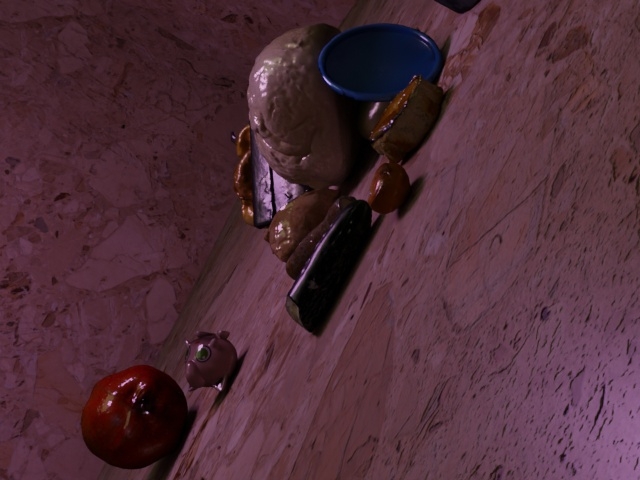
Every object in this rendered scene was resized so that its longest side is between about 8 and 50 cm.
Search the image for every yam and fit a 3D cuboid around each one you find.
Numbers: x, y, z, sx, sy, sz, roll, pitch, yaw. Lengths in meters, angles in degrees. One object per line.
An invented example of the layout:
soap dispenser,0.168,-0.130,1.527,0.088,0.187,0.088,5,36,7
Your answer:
yam,0.000,0.000,1.669,0.253,0.061,0.061,-49,15,49

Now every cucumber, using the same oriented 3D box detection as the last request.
cucumber,0.017,0.037,1.468,0.241,0.074,0.074,-60,11,-8

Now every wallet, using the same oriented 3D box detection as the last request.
wallet,-0.098,-0.195,2.114,0.171,0.044,0.321,-10,71,22

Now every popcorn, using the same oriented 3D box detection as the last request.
popcorn,-0.121,-0.211,2.287,0.316,0.281,0.297,-53,-13,-41

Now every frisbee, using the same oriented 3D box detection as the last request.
frisbee,0.116,-0.340,1.689,0.045,0.242,0.242,83,-158,-47

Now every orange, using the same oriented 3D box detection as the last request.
orange,0.112,-0.083,1.379,0.086,0.062,0.086,-165,90,-84

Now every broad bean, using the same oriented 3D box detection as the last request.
broad bean,0.140,-0.317,1.796,0.189,0.121,0.263,-42,35,44

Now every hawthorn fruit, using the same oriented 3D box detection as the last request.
hawthorn fruit,-0.439,0.407,2.049,0.300,0.254,0.254,115,180,-63

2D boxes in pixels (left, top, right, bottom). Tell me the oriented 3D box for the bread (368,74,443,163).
bread,0.153,-0.215,1.524,0.128,0.069,0.140,-42,17,54

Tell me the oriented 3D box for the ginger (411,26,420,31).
ginger,0.219,-0.471,2.014,0.097,0.030,0.048,161,110,-77

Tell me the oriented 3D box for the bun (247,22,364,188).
bun,-0.039,-0.287,1.875,0.352,0.227,0.348,34,-126,-68

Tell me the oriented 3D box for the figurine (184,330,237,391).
figurine,-0.244,0.266,1.906,0.125,0.125,0.138,147,136,-67

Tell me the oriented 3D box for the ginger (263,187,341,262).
ginger,-0.027,-0.030,1.813,0.193,0.115,0.122,-44,33,12

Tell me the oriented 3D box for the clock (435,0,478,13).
clock,0.339,-0.603,1.720,0.325,0.067,0.325,-56,11,17
